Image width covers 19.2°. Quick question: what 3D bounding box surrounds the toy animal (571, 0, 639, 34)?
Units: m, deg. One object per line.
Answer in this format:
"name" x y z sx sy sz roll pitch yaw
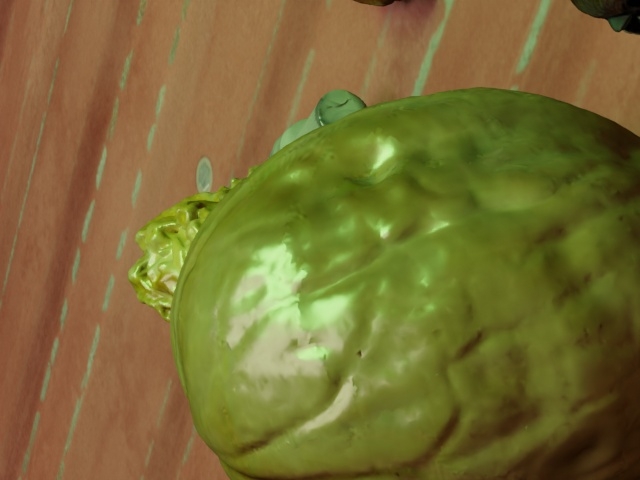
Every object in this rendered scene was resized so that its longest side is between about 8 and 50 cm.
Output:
"toy animal" 0.181 -0.184 1.078 0.098 0.098 0.137 -5 85 62

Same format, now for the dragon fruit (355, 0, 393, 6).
"dragon fruit" 0.000 -0.333 1.392 0.330 0.240 0.302 -100 -7 -65

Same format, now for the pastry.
"pastry" 0.000 0.000 1.282 0.154 0.250 0.102 16 116 47

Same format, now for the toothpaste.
"toothpaste" -0.024 -0.029 1.501 0.282 0.068 0.099 123 166 -55

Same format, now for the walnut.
"walnut" 0.075 0.047 1.065 0.277 0.313 0.252 93 153 -83
